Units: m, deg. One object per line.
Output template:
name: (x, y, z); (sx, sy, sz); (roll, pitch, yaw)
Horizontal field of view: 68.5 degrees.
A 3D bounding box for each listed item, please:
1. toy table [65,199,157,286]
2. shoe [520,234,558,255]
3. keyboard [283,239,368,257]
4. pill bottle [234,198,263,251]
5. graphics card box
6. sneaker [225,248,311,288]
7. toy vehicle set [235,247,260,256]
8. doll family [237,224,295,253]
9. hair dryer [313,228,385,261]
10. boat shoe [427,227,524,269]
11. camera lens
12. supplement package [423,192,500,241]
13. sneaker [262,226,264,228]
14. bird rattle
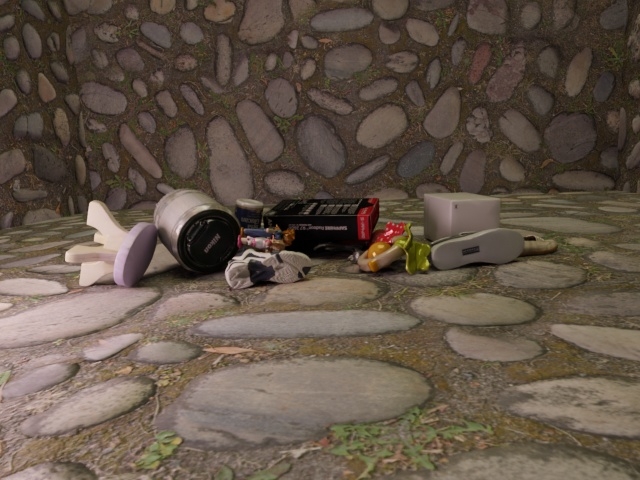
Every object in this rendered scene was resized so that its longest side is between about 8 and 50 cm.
toy table: (-0.588, 0.025, 1.342); (0.160, 0.252, 0.274); (13, 3, -6)
shoe: (0.668, 0.012, 1.497); (0.219, 0.058, 0.076); (-7, 11, -22)
keyboard: (0.000, 0.000, 1.703); (0.317, 0.033, 0.201); (-7, 35, -24)
pill bottle: (-0.249, -0.050, 1.591); (0.094, 0.170, 0.094); (9, 14, -2)
graphics card box: (0.010, -0.079, 1.644); (0.370, 0.094, 0.233); (1, 20, 14)
sneaker: (-0.154, 0.064, 1.325); (0.234, 0.094, 0.153); (-15, 21, -12)
toy vehicle set: (-0.330, 0.038, 1.695); (0.165, 0.035, 0.267); (0, 10, 15)
doll family: (-0.162, -0.006, 1.461); (0.163, 0.119, 0.263); (4, -14, -4)
hair dryer: (0.141, -0.001, 1.612); (0.223, 0.080, 0.293); (16, 19, 41)
boat shoe: (0.451, 0.022, 1.400); (0.301, 0.108, 0.102); (-12, 13, -9)
camera lens: (-0.392, -0.036, 1.489); (0.219, 0.220, 0.274); (-9, 24, -32)
supplement package: (0.502, -0.076, 1.707); (0.177, 0.175, 0.293); (-2, 10, -5)
sneaker: (-0.158, -0.034, 1.952); (0.188, 0.071, 0.066); (-11, 13, -38)
bird rattle: (0.198, 0.019, 1.388); (0.206, 0.143, 0.253); (-29, 18, -10)
